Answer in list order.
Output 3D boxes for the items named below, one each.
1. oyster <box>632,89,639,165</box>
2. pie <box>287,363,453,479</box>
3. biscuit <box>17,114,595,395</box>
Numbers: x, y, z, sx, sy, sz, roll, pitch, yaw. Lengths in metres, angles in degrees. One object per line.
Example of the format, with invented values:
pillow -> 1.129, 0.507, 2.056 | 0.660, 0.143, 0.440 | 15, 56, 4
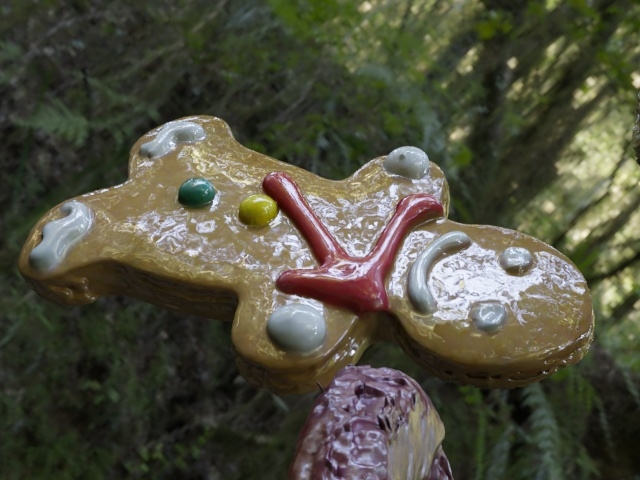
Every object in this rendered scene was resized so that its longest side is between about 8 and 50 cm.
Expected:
oyster -> 0.231, -0.070, 0.787 | 0.093, 0.051, 0.034 | 44, -21, 34
pie -> 0.024, 0.143, 0.499 | 0.049, 0.182, 0.182 | -6, -41, 17
biscuit -> 0.000, 0.000, 0.725 | 0.339, 0.216, 0.047 | 19, -44, 25
